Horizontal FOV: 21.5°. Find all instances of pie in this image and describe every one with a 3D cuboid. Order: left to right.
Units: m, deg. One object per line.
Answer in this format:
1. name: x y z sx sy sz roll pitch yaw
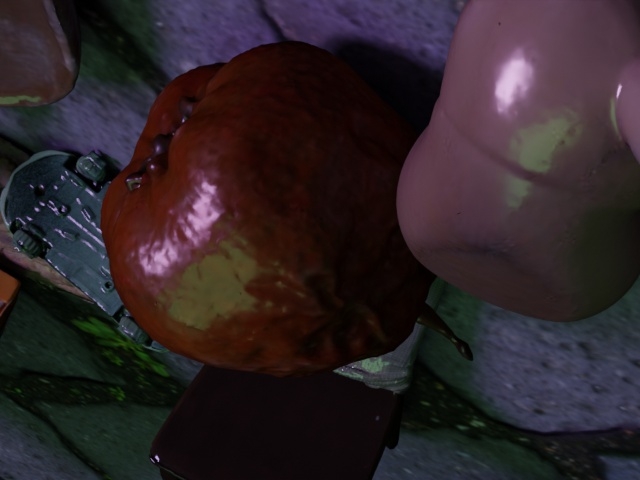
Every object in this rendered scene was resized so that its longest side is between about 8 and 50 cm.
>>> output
1. pie: -0.236 -0.006 1.359 0.218 0.052 0.185 31 152 -10

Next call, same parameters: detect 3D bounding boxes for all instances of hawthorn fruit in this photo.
1. hawthorn fruit: 0.000 0.000 1.009 0.243 0.207 0.207 33 152 -16

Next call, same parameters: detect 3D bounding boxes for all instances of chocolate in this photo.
1. chocolate: -0.229 -0.182 1.019 0.161 0.083 0.261 5 150 6

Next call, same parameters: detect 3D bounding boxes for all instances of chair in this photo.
1. chair: -0.017 0.117 1.242 0.160 0.186 0.319 28 155 10

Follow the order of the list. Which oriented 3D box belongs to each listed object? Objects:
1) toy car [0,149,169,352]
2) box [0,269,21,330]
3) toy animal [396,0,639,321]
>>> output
1. toy car: -0.154 0.005 1.255 0.186 0.093 0.058 38 176 11
2. box: -0.381 0.118 1.463 0.143 0.225 0.341 30 164 -6
3. toy animal: 0.117 -0.052 0.857 0.166 0.154 0.250 30 151 13
